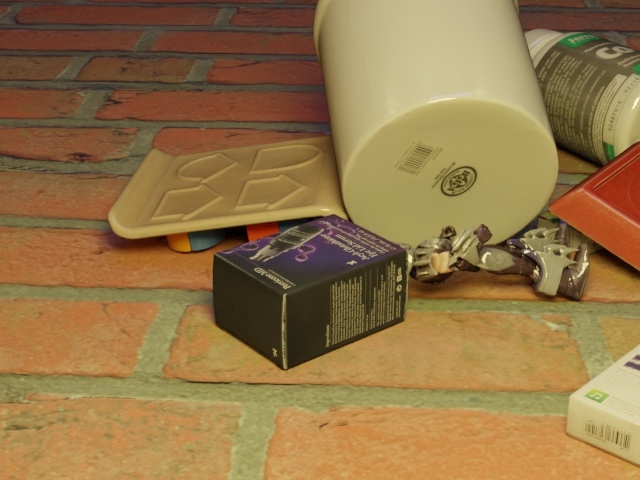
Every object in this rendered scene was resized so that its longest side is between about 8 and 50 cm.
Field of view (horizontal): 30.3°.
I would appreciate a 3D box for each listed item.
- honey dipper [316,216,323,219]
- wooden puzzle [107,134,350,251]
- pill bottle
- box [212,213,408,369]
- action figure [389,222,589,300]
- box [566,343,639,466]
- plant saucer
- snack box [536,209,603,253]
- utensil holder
[{"bbox_3d":[0.000,0.000,1.743,0.030,0.030,0.161,-2,26,-4],"label":"honey dipper"},{"bbox_3d":[-0.119,-0.069,1.813,0.347,0.080,0.322,-2,24,7],"label":"wooden puzzle"},{"bbox_3d":[0.482,-0.247,2.065,0.204,0.204,0.361,-14,28,-26],"label":"pill bottle"},{"bbox_3d":[-0.012,0.061,1.518,0.207,0.108,0.153,-19,31,-36],"label":"box"},{"bbox_3d":[0.211,0.021,1.599,0.285,0.099,0.185,3,6,-13],"label":"action figure"},{"bbox_3d":[0.461,0.175,1.331,0.232,0.058,0.322,21,34,39],"label":"box"},{"bbox_3d":[0.500,-0.043,1.688,0.258,0.048,0.259,37,47,24],"label":"plant saucer"},{"bbox_3d":[0.411,-0.027,1.786,0.141,0.037,0.100,-19,32,-34],"label":"snack box"},{"bbox_3d":[0.166,-0.212,1.747,0.327,0.328,0.385,-2,46,-5],"label":"utensil holder"}]
